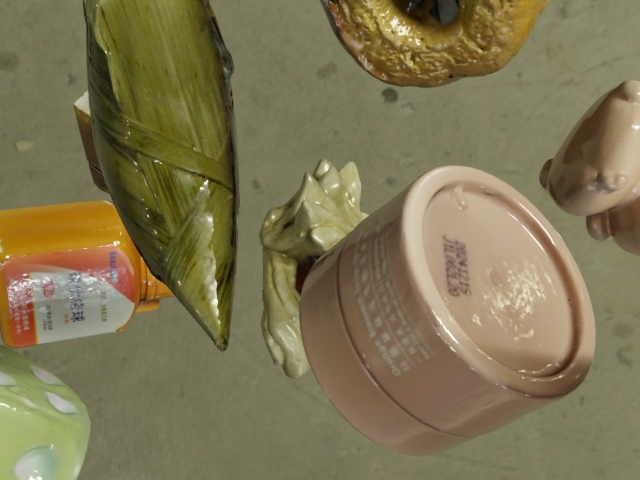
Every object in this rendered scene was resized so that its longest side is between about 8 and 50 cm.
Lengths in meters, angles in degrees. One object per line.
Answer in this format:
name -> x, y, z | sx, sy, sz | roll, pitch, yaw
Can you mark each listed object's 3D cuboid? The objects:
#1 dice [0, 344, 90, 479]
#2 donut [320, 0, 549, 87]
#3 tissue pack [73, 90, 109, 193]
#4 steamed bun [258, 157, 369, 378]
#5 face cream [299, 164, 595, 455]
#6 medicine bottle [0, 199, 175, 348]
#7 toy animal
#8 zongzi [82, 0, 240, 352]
dice -> -0.507, 0.301, 1.282 | 0.250, 0.252, 0.254 | 32, 87, -30
donut -> 0.124, -0.327, 1.024 | 0.317, 0.299, 0.150 | 33, 49, -18
tissue pack -> -0.307, -0.148, 1.481 | 0.183, 0.226, 0.092 | 27, 58, 10
steamed bun -> 0.000, 0.000, 1.477 | 0.247, 0.189, 0.428 | 50, 29, -18
face cream -> 0.076, 0.043, 0.525 | 0.149, 0.104, 0.149 | 22, 50, -28
medicine bottle -> -0.285, 0.035, 1.073 | 0.222, 0.149, 0.112 | -8, 36, -21
toy animal -> 0.342, -0.060, 0.888 | 0.198, 0.171, 0.171 | 29, 68, -6
zongzi -> -0.091, -0.067, 0.537 | 0.094, 0.205, 0.204 | -9, 47, -14
